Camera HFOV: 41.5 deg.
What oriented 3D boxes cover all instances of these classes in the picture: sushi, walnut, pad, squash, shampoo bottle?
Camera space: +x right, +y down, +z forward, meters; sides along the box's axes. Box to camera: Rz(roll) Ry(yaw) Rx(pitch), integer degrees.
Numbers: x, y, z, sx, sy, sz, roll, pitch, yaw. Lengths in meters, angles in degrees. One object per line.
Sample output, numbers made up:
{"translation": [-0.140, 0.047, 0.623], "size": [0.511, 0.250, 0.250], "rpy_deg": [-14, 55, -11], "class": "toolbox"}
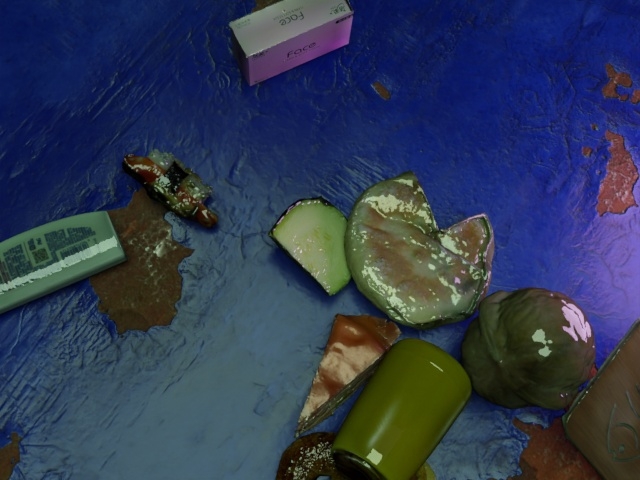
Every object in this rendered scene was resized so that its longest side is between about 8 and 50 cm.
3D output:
{"translation": [-0.295, -0.109, 1.702], "size": [0.226, 0.097, 0.103], "rpy_deg": [41, 81, -7], "class": "sushi"}
{"translation": [0.384, 0.201, 1.576], "size": [0.248, 0.248, 0.248], "rpy_deg": [1, 74, -3], "class": "walnut"}
{"translation": [0.609, 0.333, 1.608], "size": [0.284, 0.018, 0.286], "rpy_deg": [-48, 111, -14], "class": "pad"}
{"translation": [-0.015, 0.011, 1.703], "size": [0.192, 0.085, 0.184], "rpy_deg": [47, 47, -9], "class": "squash"}
{"translation": [-0.570, 0.049, 1.649], "size": [0.360, 0.078, 0.134], "rpy_deg": [-23, 74, -9], "class": "shampoo bottle"}

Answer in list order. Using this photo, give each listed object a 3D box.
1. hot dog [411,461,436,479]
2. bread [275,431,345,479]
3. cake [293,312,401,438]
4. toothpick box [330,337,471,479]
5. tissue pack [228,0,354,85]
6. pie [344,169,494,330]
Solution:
{"translation": [0.171, 0.509, 1.557], "size": [0.123, 0.093, 0.261], "rpy_deg": [-12, 75, -10], "class": "hot dog"}
{"translation": [0.012, 0.449, 1.581], "size": [0.193, 0.064, 0.193], "rpy_deg": [0, 77, -1], "class": "bread"}
{"translation": [0.026, 0.252, 1.623], "size": [0.135, 0.098, 0.287], "rpy_deg": [39, 71, 6], "class": "cake"}
{"translation": [0.141, 0.327, 1.535], "size": [0.175, 0.175, 0.271], "rpy_deg": [37, 61, 7], "class": "toothpick box"}
{"translation": [-0.060, -0.436, 1.783], "size": [0.246, 0.148, 0.092], "rpy_deg": [-26, 78, -8], "class": "tissue pack"}
{"translation": [0.195, 0.025, 1.695], "size": [0.338, 0.075, 0.337], "rpy_deg": [3, 70, -8], "class": "pie"}
